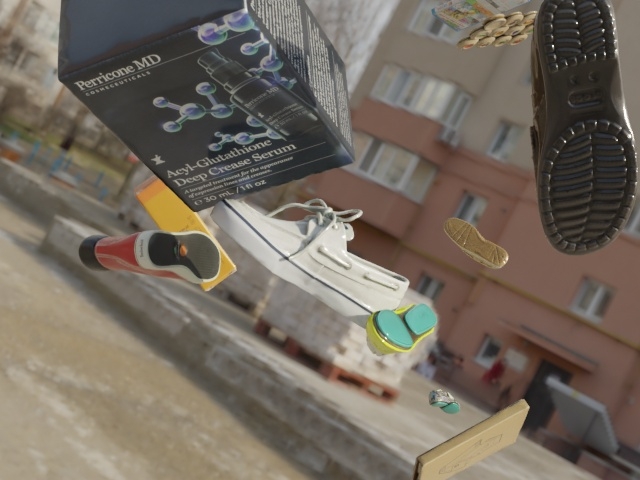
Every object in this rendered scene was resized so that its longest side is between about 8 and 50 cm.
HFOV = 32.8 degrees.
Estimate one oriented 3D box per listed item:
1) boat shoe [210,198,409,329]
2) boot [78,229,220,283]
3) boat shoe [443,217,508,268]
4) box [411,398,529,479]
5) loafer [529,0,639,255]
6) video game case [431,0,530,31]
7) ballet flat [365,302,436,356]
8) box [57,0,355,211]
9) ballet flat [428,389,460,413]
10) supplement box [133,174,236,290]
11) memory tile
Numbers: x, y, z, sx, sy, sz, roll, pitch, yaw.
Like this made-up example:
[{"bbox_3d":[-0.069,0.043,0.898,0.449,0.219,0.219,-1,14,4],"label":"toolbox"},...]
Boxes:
[{"bbox_3d":[0.004,0.004,1.740,0.367,0.156,0.136,34,6,-24],"label":"boat shoe"},{"bbox_3d":[-0.299,0.027,1.892,0.176,0.088,0.244,-3,-10,29],"label":"boot"},{"bbox_3d":[0.356,0.013,2.540,0.170,0.063,0.059,38,-20,11],"label":"boat shoe"},{"bbox_3d":[0.240,0.339,1.766,0.021,0.201,0.164,57,-15,26],"label":"box"},{"bbox_3d":[0.350,-0.162,1.469,0.133,0.366,0.130,-2,15,2],"label":"loafer"},{"bbox_3d":[0.320,-0.469,2.169,0.166,0.015,0.119,-19,-17,28],"label":"video game case"},{"bbox_3d":[0.116,0.150,1.740,0.077,0.077,0.231,58,24,11],"label":"ballet flat"},{"bbox_3d":[-0.158,-0.255,1.631,0.293,0.212,0.395,-17,-33,18],"label":"box"},{"bbox_3d":[0.258,0.332,2.266,0.041,0.041,0.114,28,-2,37],"label":"ballet flat"},{"bbox_3d":[-0.257,-0.020,2.065,0.233,0.078,0.080,56,-5,-13],"label":"supplement box"},{"bbox_3d":[0.302,-0.341,1.768,0.148,0.012,0.113,-11,-12,-32],"label":"memory tile"}]
